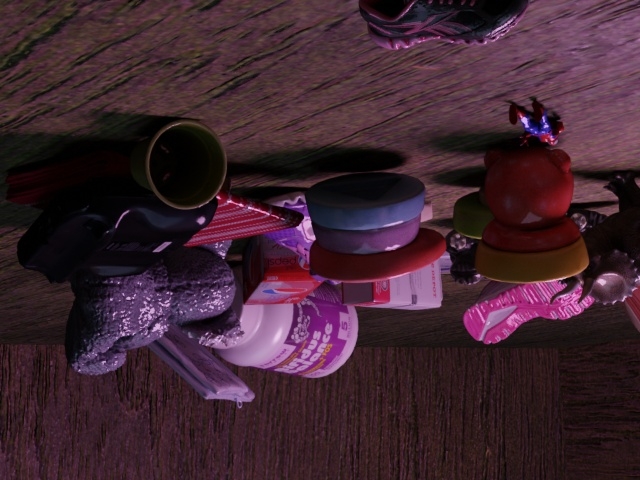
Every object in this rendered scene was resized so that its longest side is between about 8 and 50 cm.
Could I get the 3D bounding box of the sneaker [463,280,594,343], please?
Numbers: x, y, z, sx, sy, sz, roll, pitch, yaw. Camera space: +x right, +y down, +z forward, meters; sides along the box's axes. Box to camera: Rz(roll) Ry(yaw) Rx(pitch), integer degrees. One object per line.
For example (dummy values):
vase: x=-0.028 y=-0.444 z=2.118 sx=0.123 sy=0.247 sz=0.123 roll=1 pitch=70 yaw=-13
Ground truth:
sneaker: x=0.364 y=0.081 z=2.374 sx=0.252 sy=0.103 sz=0.111 roll=-20 pitch=-157 yaw=22

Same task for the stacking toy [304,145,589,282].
stacking toy: x=0.142 y=-0.055 z=1.549 sx=0.308 sy=0.130 sz=0.279 roll=-1 pitch=-162 yaw=12

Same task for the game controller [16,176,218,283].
game controller: x=-0.224 y=-0.009 z=1.497 sx=0.166 sy=0.067 sz=0.319 roll=-8 pitch=172 yaw=-23

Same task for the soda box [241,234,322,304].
soda box: x=-0.058 y=0.038 z=1.996 sx=0.092 sy=0.084 sz=0.263 roll=-1 pitch=170 yaw=-8

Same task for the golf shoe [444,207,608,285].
golf shoe: x=0.307 y=0.002 z=1.891 sx=0.272 sy=0.105 sz=0.120 roll=0 pitch=-171 yaw=27

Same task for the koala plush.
koala plush: x=-0.206 y=0.064 z=1.763 sx=0.221 sy=0.196 sz=0.203 roll=-2 pitch=172 yaw=-19

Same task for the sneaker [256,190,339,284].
sneaker: x=0.000 y=0.000 z=1.706 sx=0.095 sy=0.105 sz=0.236 roll=-9 pitch=168 yaw=43

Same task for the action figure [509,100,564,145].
action figure: x=0.209 y=-0.107 z=1.324 sx=0.038 sy=0.030 sz=0.115 roll=-11 pitch=170 yaw=22

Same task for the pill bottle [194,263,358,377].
pill bottle: x=-0.083 y=0.128 z=2.266 sx=0.169 sy=0.169 sz=0.301 roll=-8 pitch=165 yaw=34

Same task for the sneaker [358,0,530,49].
sneaker: x=0.079 y=-0.159 z=0.925 sx=0.119 sy=0.047 sz=0.057 roll=-7 pitch=158 yaw=23

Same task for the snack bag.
snack bag: x=-0.238 y=0.144 z=2.170 sx=0.323 sy=0.037 sz=0.342 roll=40 pitch=180 yaw=13

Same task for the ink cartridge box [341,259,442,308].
ink cartridge box: x=0.099 y=0.040 z=1.961 sx=0.063 sy=0.109 sz=0.150 roll=-12 pitch=167 yaw=42

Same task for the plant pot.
plant pot: x=-0.144 y=-0.073 z=1.319 sx=0.083 sy=0.083 sz=0.079 roll=3 pitch=-177 yaw=-31

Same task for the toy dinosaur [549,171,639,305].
toy dinosaur: x=0.412 y=0.002 z=1.643 sx=0.313 sy=0.160 sz=0.121 roll=0 pitch=171 yaw=-7

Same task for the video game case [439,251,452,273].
video game case: x=0.282 y=0.025 z=2.199 sx=0.212 sy=0.023 sz=0.193 roll=-4 pitch=171 yaw=2

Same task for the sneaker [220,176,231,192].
sneaker: x=-0.120 y=-0.058 z=1.560 sx=0.037 sy=0.032 sz=0.083 roll=12 pitch=166 yaw=0

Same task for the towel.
towel: x=-0.180 y=-0.043 z=1.509 sx=0.198 sy=0.031 sz=0.274 roll=-9 pitch=162 yaw=43

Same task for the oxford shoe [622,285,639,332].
oxford shoe: x=0.600 y=0.051 z=2.243 sx=0.146 sy=0.140 sz=0.397 roll=-32 pitch=170 yaw=-10
